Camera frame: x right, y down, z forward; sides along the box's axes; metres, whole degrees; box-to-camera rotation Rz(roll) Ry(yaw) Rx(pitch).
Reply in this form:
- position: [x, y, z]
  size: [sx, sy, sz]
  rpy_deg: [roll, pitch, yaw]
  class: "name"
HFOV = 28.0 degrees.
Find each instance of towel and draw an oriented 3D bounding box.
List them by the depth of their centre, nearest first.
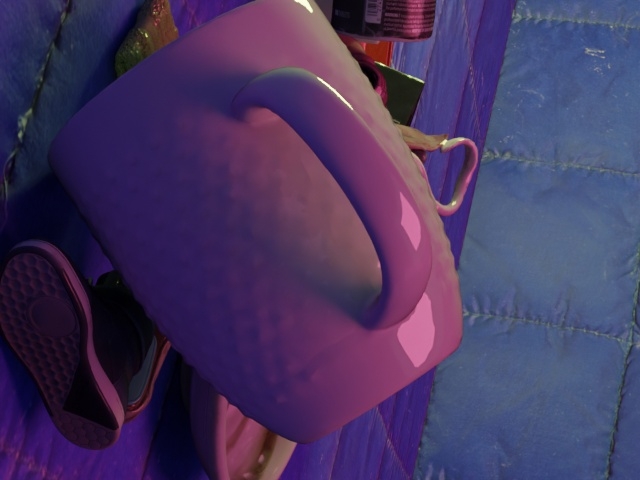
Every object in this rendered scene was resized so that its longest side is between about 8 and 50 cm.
- position: [-0.170, -0.163, 1.293]
  size: [0.148, 0.027, 0.110]
  rpy_deg: [84, 22, -49]
  class: "towel"

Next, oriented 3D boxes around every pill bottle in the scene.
- position: [0.086, -0.374, 1.579]
  size: [0.130, 0.130, 0.246]
  rpy_deg: [-41, 138, -68]
  class: "pill bottle"

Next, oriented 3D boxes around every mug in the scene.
- position: [-0.021, -0.015, 1.076]
  size: [0.276, 0.328, 0.374]
  rpy_deg: [-31, 176, -21]
  class: "mug"

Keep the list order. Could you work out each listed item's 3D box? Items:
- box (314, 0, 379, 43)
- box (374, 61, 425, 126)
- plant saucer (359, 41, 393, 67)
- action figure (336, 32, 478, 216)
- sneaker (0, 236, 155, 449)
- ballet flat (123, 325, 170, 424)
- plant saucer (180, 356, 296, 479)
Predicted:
- position: [0.037, -0.364, 1.760]
  size: [0.091, 0.130, 0.170]
  rpy_deg: [82, 23, -51]
  class: "box"
- position: [0.086, -0.170, 2.046]
  size: [0.156, 0.093, 0.158]
  rpy_deg: [104, 10, -64]
  class: "box"
- position: [0.083, -0.369, 2.105]
  size: [0.259, 0.047, 0.258]
  rpy_deg: [-21, 119, -73]
  class: "plant saucer"
- position: [0.046, -0.129, 1.664]
  size: [0.370, 0.275, 0.248]
  rpy_deg: [75, 31, -64]
  class: "action figure"
- position: [-0.212, 0.052, 1.153]
  size: [0.163, 0.086, 0.226]
  rpy_deg: [-73, 159, -48]
  class: "sneaker"
- position: [-0.186, 0.097, 1.343]
  size: [0.068, 0.072, 0.213]
  rpy_deg: [-54, -167, 55]
  class: "ballet flat"
- position: [-0.089, 0.133, 1.617]
  size: [0.400, 0.100, 0.400]
  rpy_deg: [12, 90, -74]
  class: "plant saucer"
